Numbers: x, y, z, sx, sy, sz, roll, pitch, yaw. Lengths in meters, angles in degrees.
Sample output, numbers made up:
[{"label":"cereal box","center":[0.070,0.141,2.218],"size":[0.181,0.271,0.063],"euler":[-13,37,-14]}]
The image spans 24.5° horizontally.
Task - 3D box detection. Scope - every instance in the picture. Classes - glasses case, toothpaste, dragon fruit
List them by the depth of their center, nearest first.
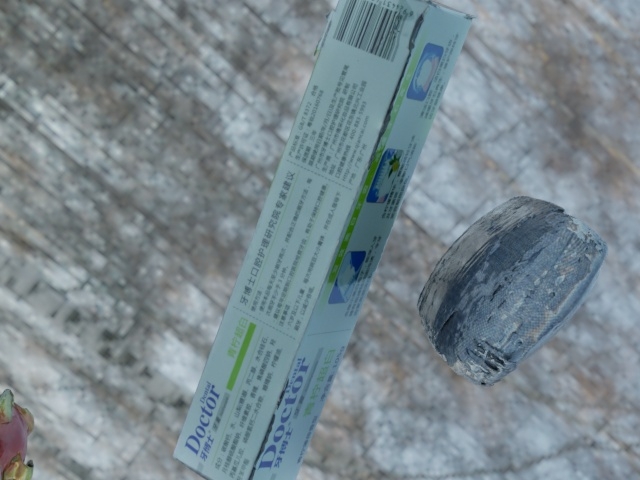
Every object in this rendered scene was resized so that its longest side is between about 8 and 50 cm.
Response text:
[{"label":"glasses case","center":[0.109,0.026,0.892],"size":[0.109,0.067,0.282],"euler":[-50,-177,2]},{"label":"toothpaste","center":[0.000,0.000,0.951],"size":[0.067,0.081,0.336],"euler":[26,-78,25]},{"label":"dragon fruit","center":[-0.254,0.155,1.083],"size":[0.116,0.086,0.081],"euler":[-103,-155,-59]}]
